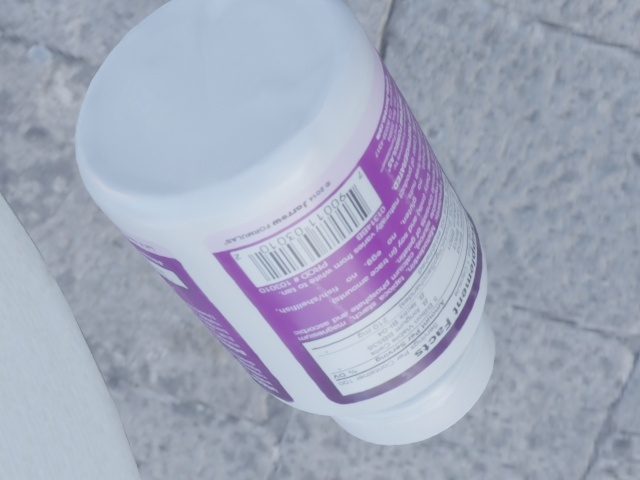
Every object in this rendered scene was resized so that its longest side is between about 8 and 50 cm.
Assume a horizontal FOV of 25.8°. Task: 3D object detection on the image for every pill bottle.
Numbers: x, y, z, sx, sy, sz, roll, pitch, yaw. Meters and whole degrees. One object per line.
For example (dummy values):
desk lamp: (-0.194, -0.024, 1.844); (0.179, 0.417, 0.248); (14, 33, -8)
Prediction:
pill bottle: (0.000, 0.000, 0.823); (0.169, 0.169, 0.301); (-8, 143, 22)

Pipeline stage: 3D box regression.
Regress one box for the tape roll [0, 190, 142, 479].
tape roll: (-0.181, 0.088, 0.215); (0.072, 0.392, 0.392); (-23, 115, 35)
